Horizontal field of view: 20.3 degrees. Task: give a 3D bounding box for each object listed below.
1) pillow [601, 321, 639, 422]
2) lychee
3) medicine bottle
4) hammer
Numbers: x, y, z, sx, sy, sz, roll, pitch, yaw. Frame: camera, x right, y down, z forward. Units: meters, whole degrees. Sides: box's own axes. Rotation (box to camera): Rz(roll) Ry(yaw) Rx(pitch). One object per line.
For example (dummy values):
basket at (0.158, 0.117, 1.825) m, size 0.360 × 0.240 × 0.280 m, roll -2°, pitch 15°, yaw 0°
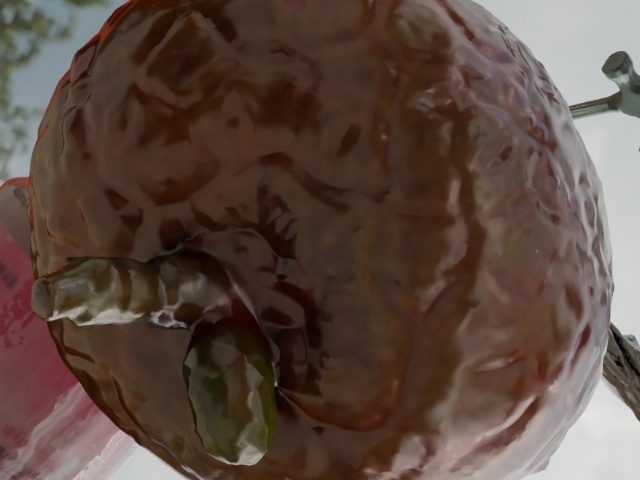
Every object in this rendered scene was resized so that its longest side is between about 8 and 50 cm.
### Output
pillow at (0.285, 0.154, 1.451) m, size 0.049 × 0.135 × 0.248 m, roll -35°, pitch -107°, yaw 8°
lychee at (0.000, 0.000, 0.735) m, size 0.255 × 0.255 × 0.300 m, roll -59°, pitch 168°, yaw 17°
medicine bottle at (-0.175, 0.095, 0.890) m, size 0.247 × 0.147 × 0.147 m, roll -49°, pitch -157°, yaw 0°
hammer at (0.213, -0.111, 1.694) m, size 0.246 × 0.103 × 0.029 m, roll -12°, pitch -139°, yaw 43°
